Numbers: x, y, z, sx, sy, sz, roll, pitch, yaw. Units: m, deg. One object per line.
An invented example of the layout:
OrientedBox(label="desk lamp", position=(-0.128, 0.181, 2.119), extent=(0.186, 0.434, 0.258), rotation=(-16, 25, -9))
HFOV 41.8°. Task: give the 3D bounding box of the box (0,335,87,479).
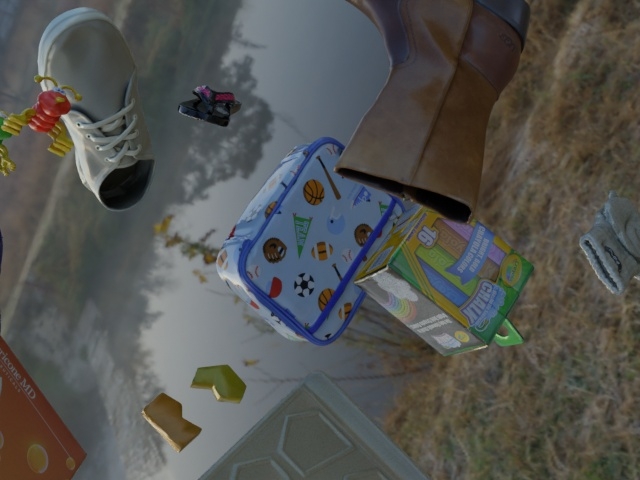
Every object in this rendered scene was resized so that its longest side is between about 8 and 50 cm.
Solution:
OrientedBox(label="box", position=(-0.435, 0.278, 0.882), extent=(0.168, 0.215, 0.345), rotation=(-24, 17, 19))

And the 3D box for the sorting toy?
OrientedBox(label="sorting toy", position=(-0.041, 0.256, 0.937), extent=(0.229, 0.307, 0.041), rotation=(-40, -11, -33))

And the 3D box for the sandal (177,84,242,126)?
OrientedBox(label="sandal", position=(-0.139, -0.183, 1.090), extent=(0.179, 0.067, 0.040), rotation=(-74, 4, -71))

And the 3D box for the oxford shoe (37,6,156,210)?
OrientedBox(label="oxford shoe", position=(-0.371, -0.210, 1.461), extent=(0.130, 0.169, 0.449), rotation=(50, 156, 27))

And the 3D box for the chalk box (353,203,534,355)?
OrientedBox(label="chalk box", position=(0.178, 0.060, 1.093), extent=(0.132, 0.213, 0.132), rotation=(-54, 7, -21))

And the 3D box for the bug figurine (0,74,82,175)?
OrientedBox(label="bug figurine", position=(-0.463, -0.187, 1.088), extent=(0.216, 0.279, 0.072), rotation=(-27, 47, 44))

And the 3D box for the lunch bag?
OrientedBox(label="lunch bag", position=(0.000, 0.000, 1.320), extent=(0.303, 0.243, 0.115), rotation=(-55, 23, -21))

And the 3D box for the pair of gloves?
OrientedBox(label="pair of gloves", position=(0.382, 0.063, 0.960), extent=(0.042, 0.240, 0.204), rotation=(-34, 3, 39))

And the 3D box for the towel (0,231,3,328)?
OrientedBox(label="towel", position=(-0.346, -0.055, 0.786), extent=(0.308, 0.076, 0.228), rotation=(63, 143, 37))

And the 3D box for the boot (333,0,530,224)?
OrientedBox(label="boot", position=(0.069, -0.175, 0.876), extent=(0.281, 0.264, 0.096), rotation=(-67, 8, -25))
